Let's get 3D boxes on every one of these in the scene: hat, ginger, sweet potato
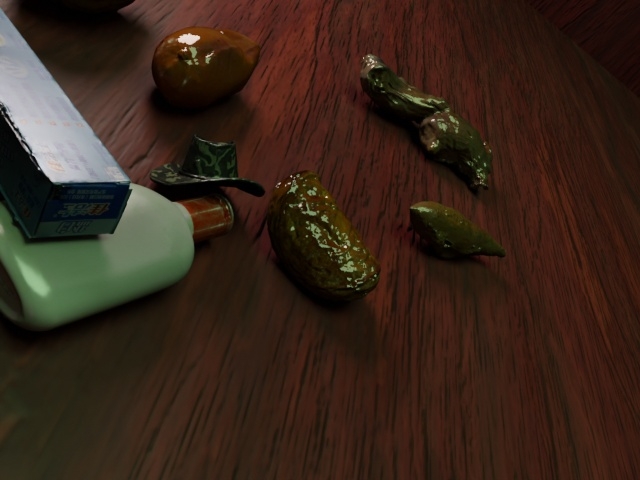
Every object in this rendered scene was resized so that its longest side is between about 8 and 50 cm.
[{"bbox_3d":[-0.104,-0.073,0.621,0.121,0.050,0.121,11,7,-1],"label":"hat"},{"bbox_3d":[0.168,-0.191,1.051,0.290,0.084,0.122,37,56,-16],"label":"ginger"},{"bbox_3d":[0.181,-0.006,0.873,0.206,0.060,0.068,15,80,-37],"label":"sweet potato"}]

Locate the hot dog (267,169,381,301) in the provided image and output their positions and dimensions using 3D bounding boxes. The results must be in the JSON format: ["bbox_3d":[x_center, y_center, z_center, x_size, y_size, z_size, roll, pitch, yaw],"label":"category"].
[{"bbox_3d":[0.002,-0.002,0.674,0.147,0.065,0.099,54,34,-4],"label":"hot dog"}]

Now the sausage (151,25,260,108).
[{"bbox_3d":[-0.131,-0.202,0.748,0.089,0.089,0.179,44,31,1],"label":"sausage"}]

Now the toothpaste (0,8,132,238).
[{"bbox_3d":[-0.242,-0.106,0.505,0.066,0.053,0.272,-4,43,-50],"label":"toothpaste"}]

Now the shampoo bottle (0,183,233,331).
[{"bbox_3d":[-0.158,-0.002,0.522,0.108,0.051,0.221,48,35,16],"label":"shampoo bottle"}]

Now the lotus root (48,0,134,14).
[{"bbox_3d":[-0.240,-0.314,0.713,0.120,0.120,0.209,45,38,3],"label":"lotus root"}]
